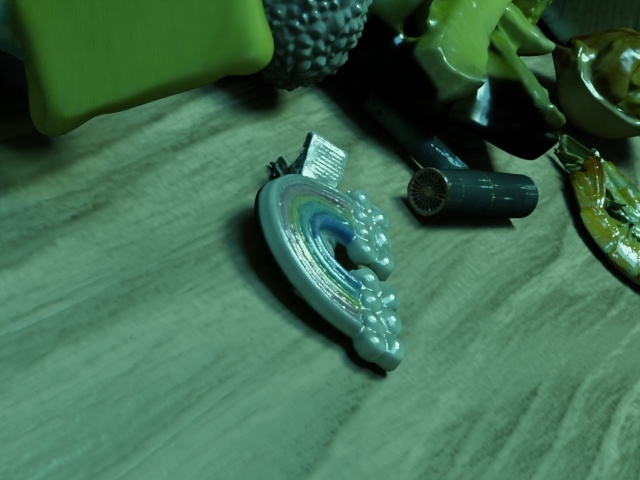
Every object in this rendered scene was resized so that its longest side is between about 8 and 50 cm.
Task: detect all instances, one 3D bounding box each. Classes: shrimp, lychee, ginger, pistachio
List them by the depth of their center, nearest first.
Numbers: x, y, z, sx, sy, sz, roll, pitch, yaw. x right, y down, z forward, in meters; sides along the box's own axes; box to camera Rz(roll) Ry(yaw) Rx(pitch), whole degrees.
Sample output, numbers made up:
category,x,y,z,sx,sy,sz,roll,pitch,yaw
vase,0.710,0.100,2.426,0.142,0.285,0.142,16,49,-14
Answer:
category,x,y,z,sx,sy,sz,roll,pitch,yaw
lychee,-0.034,-0.227,1.561,0.165,0.165,0.197,22,53,-34
ginger,0.097,-0.287,1.754,0.358,0.211,0.413,6,36,-47
shrimp,0.303,-0.032,1.854,0.115,0.051,0.217,8,44,-45
pistachio,0.340,-0.182,2.047,0.165,0.130,0.210,46,18,16

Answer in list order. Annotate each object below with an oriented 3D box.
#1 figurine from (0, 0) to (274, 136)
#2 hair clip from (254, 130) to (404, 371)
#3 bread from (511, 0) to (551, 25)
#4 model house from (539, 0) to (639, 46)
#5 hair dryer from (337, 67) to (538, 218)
category,x,y,z,sx,sy,sz,roll,pitch,yaw
figurine,-0.247,-0.223,1.308,0.361,0.266,0.377,-1,9,-20
hair clip,0.000,0.000,1.401,0.140,0.054,0.220,35,30,-28
bread,0.190,-0.356,2.115,0.186,0.124,0.257,24,29,-31
model house,0.405,-0.365,2.236,0.284,0.298,0.243,14,4,38
hair dryer,0.101,-0.094,1.685,0.195,0.050,0.173,51,24,26
